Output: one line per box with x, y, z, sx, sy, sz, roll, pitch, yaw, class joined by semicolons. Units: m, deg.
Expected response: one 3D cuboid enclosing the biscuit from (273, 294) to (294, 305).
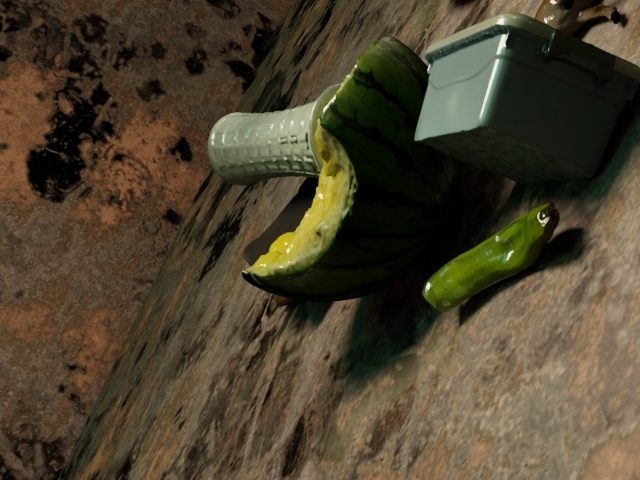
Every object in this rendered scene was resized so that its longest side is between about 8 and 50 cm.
0.000;0.000;1.694;0.208;0.047;0.164;-63;14;-18;biscuit

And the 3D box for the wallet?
0.041;-0.088;1.611;0.377;0.051;0.197;-51;29;-1;wallet

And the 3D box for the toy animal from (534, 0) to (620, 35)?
0.276;-0.270;1.294;0.243;0.087;0.260;-49;10;-16;toy animal

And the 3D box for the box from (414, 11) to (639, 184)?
0.196;-0.138;1.100;0.227;0.162;0.130;180;110;-74;box

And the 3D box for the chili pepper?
0.171;0.015;1.072;0.202;0.050;0.052;-40;39;50;chili pepper

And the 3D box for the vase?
-0.044;-0.140;1.599;0.299;0.143;0.143;-1;57;54;vase

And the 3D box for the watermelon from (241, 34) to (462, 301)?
0.065;-0.055;1.300;0.330;0.189;0.331;-52;-7;-9;watermelon
